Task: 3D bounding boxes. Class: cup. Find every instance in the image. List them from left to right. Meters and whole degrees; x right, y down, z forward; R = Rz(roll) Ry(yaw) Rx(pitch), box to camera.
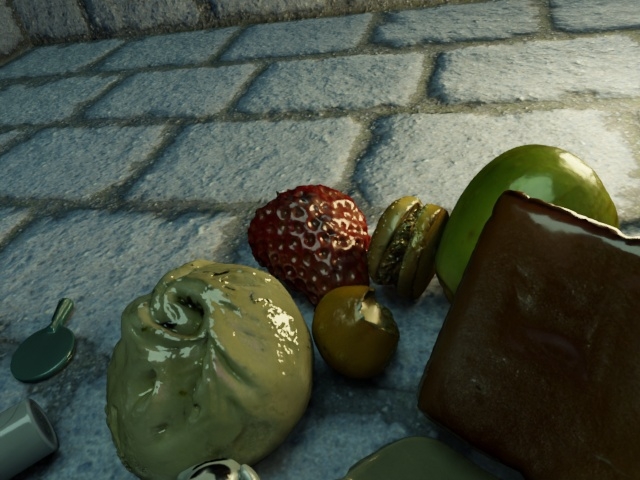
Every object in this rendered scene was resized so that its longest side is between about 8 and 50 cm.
[{"bbox_3d":[-0.512,0.318,0.841,0.133,0.099,0.136,-31,43,-20],"label":"cup"}]

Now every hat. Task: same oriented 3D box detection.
[{"bbox_3d":[0.128,0.366,0.634,0.244,0.149,0.214,3,13,-44],"label":"hat"}]

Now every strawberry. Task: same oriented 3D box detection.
[{"bbox_3d":[-0.017,-0.007,1.019,0.253,0.150,0.280,9,41,-3],"label":"strawberry"}]

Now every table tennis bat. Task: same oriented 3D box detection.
[{"bbox_3d":[-0.543,0.196,1.056,0.124,0.033,0.201,-7,41,5],"label":"table tennis bat"}]

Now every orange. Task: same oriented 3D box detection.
[{"bbox_3d":[0.062,0.144,0.856,0.156,0.134,0.157,13,50,-16],"label":"orange"}]

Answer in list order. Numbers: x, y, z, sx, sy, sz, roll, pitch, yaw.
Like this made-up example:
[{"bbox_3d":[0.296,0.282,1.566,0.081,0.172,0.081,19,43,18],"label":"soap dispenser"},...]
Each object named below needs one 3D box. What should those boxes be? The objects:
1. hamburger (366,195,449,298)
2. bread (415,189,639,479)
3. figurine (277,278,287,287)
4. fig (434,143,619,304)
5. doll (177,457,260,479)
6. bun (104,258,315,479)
[{"bbox_3d":[0.154,0.014,0.955,0.118,0.182,0.191,17,44,24],"label":"hamburger"},{"bbox_3d":[0.324,0.140,0.655,0.323,0.143,0.333,24,96,38],"label":"bread"},{"bbox_3d":[-0.083,0.055,1.090,0.060,0.047,0.106,-45,34,29],"label":"figurine"},{"bbox_3d":[0.337,-0.004,0.894,0.326,0.258,0.258,-43,45,-8],"label":"fig"},{"bbox_3d":[-0.095,0.340,0.643,0.107,0.180,0.110,-47,2,-8],"label":"doll"},{"bbox_3d":[-0.171,0.186,0.809,0.326,0.235,0.362,8,49,17],"label":"bun"}]
